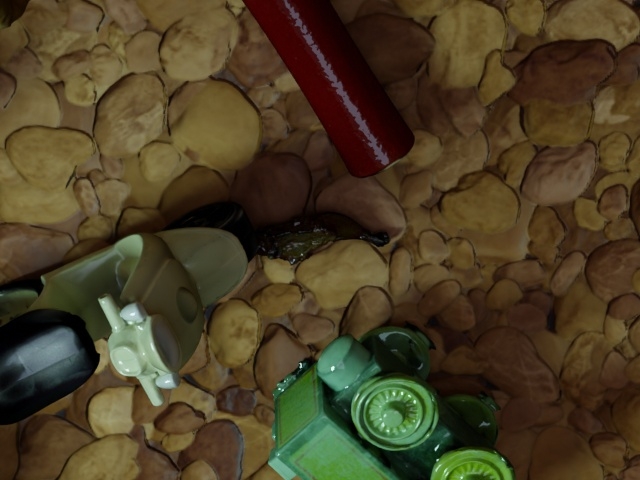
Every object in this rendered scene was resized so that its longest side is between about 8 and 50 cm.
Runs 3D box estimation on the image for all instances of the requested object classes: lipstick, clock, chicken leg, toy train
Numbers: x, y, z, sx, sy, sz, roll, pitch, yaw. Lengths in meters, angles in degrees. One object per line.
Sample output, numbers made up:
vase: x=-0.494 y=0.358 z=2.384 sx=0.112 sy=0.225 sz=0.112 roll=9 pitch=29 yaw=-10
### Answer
lipstick: x=0.006 y=-0.176 z=1.741 sx=0.080 sy=0.080 sz=0.241 roll=-31 pitch=108 yaw=5
clock: x=-0.237 y=0.091 z=1.709 sx=0.379 sy=0.276 sz=0.120 roll=-25 pitch=111 yaw=6
chicken leg: x=0.000 y=-0.004 z=1.823 sx=0.145 sy=0.037 sz=0.062 roll=-10 pitch=132 yaw=-2
toy train: x=0.080 y=0.218 z=1.847 sx=0.188 sy=0.159 sz=0.272 roll=-41 pitch=109 yaw=15

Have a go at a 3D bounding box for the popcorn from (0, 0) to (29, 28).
popcorn: x=-0.361 y=-0.326 z=1.559 sx=0.297 sy=0.281 sz=0.316 roll=-31 pitch=91 yaw=27
